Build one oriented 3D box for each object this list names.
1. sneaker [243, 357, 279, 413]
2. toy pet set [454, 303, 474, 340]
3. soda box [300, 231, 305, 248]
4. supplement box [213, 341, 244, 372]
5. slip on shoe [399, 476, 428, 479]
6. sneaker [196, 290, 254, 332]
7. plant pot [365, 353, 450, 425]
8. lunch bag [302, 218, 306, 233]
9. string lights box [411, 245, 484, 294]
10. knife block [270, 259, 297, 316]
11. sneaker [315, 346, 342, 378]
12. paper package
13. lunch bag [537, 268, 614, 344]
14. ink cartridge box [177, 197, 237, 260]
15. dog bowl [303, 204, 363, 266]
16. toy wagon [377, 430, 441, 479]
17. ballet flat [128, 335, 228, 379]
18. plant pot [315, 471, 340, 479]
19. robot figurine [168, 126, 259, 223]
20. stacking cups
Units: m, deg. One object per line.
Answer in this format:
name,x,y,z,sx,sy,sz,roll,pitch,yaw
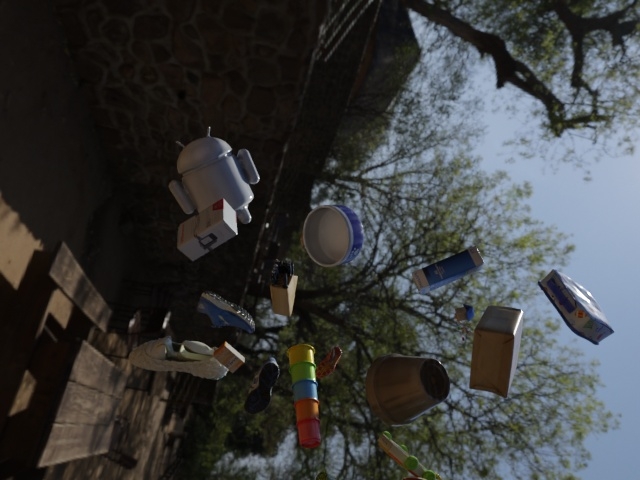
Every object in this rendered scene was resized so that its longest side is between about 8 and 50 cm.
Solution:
sneaker,-0.195,0.494,1.721,0.211,0.080,0.081,-62,-170,11
toy pet set,0.551,0.300,1.923,0.122,0.065,0.114,-86,161,-66
soda box,0.000,0.000,2.353,0.058,0.181,0.061,117,-33,-55
supplement box,-0.331,0.422,1.834,0.062,0.098,0.036,-44,-164,6
slip on shoe,0.337,0.817,1.524,0.331,0.101,0.123,17,-93,58
sneaker,-0.493,0.398,2.642,0.147,0.330,0.130,-59,-175,3
plant pot,0.411,0.643,2.262,0.280,0.323,0.323,-33,-141,46
lunch bag,-0.051,-0.063,2.563,0.053,0.071,0.083,-90,-167,-63
string lights box,0.488,0.119,1.955,0.133,0.260,0.076,53,15,-70
knife block,-0.185,0.228,2.380,0.242,0.088,0.275,5,95,-78
sneaker,0.035,0.517,2.108,0.175,0.064,0.067,-40,160,-46
paper package,0.794,0.489,2.279,0.325,0.168,0.309,-24,117,-60
lunch bag,0.997,0.255,2.005,0.115,0.243,0.303,-50,-146,25
ink cartridge box,-0.303,-0.029,1.359,0.150,0.063,0.109,-30,-143,11
dog bowl,0.053,-0.023,2.184,0.265,0.104,0.264,7,-80,42
toy wagon,0.409,0.998,2.282,0.068,0.344,0.267,-50,-163,-9
ballet flat,-0.549,0.435,1.974,0.147,0.409,0.147,7,90,-83
plant pot,0.023,0.876,1.828,0.083,0.079,0.083,-27,-154,15
robot figurine,-0.366,-0.205,1.764,0.353,0.300,0.200,67,-14,-13
stacking cups,-0.055,0.485,1.596,0.316,0.096,0.096,-96,-161,-44
